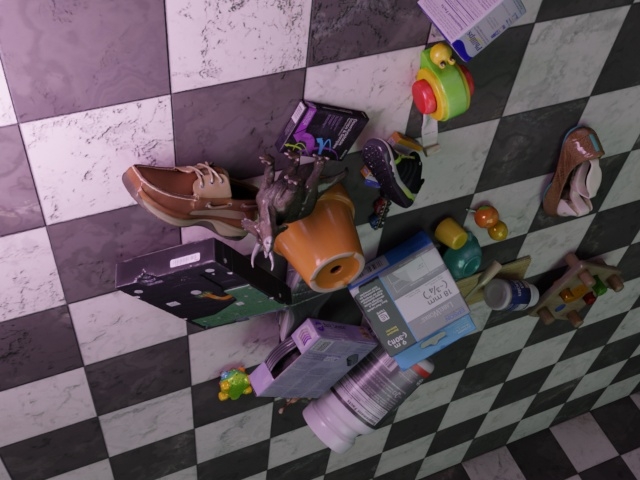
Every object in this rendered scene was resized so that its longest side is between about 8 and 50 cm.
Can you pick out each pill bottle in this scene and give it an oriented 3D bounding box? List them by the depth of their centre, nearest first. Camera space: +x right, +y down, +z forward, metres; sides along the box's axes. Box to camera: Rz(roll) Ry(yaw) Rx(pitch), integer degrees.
[{"bbox_3d":[0.131,0.416,2.210,0.363,0.210,0.210,-47,144,5],"label":"pill bottle"},{"bbox_3d":[0.574,0.162,2.319,0.169,0.094,0.094,5,134,-39],"label":"pill bottle"}]

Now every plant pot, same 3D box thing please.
[{"bbox_3d":[0.000,0.000,1.654,0.205,0.188,0.205,-19,145,-14],"label":"plant pot"}]

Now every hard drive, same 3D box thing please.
[{"bbox_3d":[-0.236,0.098,1.645,0.236,0.064,0.339,-15,153,21],"label":"hard drive"}]

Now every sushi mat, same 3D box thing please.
[{"bbox_3d":[0.484,0.137,2.324,0.316,0.019,0.151,-16,143,-18],"label":"sushi mat"}]

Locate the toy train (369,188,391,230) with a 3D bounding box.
[{"bbox_3d":[0.142,-0.079,1.796,0.036,0.027,0.158,-8,141,-22],"label":"toy train"}]

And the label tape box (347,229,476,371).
[{"bbox_3d":[0.247,0.178,1.987,0.240,0.106,0.334,-31,110,3],"label":"label tape box"}]

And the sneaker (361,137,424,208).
[{"bbox_3d":[0.161,-0.161,1.634,0.097,0.084,0.235,-50,147,-9],"label":"sneaker"}]

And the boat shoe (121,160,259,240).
[{"bbox_3d":[-0.224,-0.095,1.450,0.120,0.122,0.324,-48,151,16],"label":"boat shoe"}]

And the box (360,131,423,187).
[{"bbox_3d":[0.149,-0.171,1.684,0.081,0.028,0.136,14,130,-45],"label":"box"}]

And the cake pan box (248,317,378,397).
[{"bbox_3d":[-0.020,0.307,1.975,0.266,0.070,0.246,14,125,-50],"label":"cake pan box"}]

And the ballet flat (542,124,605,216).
[{"bbox_3d":[0.658,-0.141,1.994,0.116,0.124,0.342,-18,145,-14],"label":"ballet flat"}]

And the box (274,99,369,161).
[{"bbox_3d":[0.004,-0.213,1.524,0.162,0.029,0.116,2,136,-38],"label":"box"}]

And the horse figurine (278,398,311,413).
[{"bbox_3d":[-0.031,0.439,2.310,0.263,0.066,0.174,-1,139,-35],"label":"horse figurine"}]

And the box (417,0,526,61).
[{"bbox_3d":[0.265,-0.410,1.367,0.137,0.126,0.072,-39,146,15],"label":"box"}]

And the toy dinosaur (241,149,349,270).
[{"bbox_3d":[-0.060,-0.088,1.516,0.313,0.121,0.160,-41,154,-52],"label":"toy dinosaur"}]

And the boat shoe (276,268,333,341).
[{"bbox_3d":[-0.048,0.130,1.880,0.118,0.103,0.320,-13,139,-26],"label":"boat shoe"}]

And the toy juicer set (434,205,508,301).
[{"bbox_3d":[0.404,0.027,2.078,0.209,0.089,0.329,-33,139,-16],"label":"toy juicer set"}]

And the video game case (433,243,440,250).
[{"bbox_3d":[0.250,0.047,2.050,0.122,0.011,0.087,-7,140,-28],"label":"video game case"}]

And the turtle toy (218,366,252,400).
[{"bbox_3d":[-0.236,0.388,2.098,0.095,0.066,0.130,-10,142,-25],"label":"turtle toy"}]

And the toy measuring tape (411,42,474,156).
[{"bbox_3d":[0.246,-0.256,1.565,0.121,0.121,0.330,-23,146,-9],"label":"toy measuring tape"}]

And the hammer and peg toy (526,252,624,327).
[{"bbox_3d":[0.854,0.177,2.542,0.361,0.127,0.266,10,130,-43],"label":"hammer and peg toy"}]
